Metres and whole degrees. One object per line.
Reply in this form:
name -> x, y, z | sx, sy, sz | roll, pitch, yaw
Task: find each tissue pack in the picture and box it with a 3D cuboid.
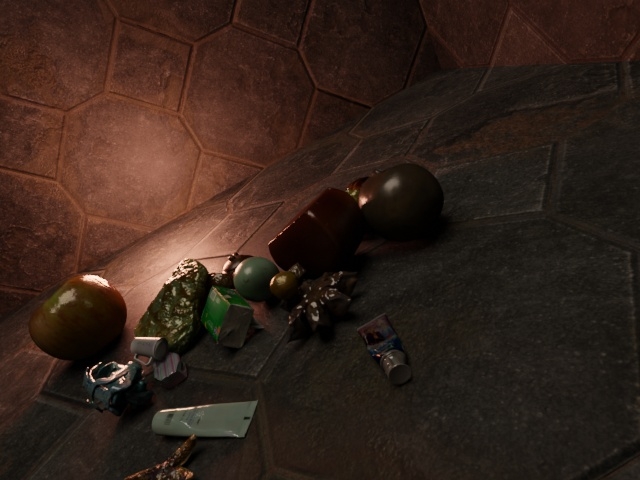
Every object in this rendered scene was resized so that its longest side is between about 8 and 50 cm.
tissue pack -> -0.307, 0.269, 1.476 | 0.209, 0.156, 0.147 | 21, 90, 57

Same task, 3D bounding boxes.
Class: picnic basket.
picnic basket -> -0.107, 0.146, 1.463 | 0.110, 0.055, 0.193 | -42, -11, -24

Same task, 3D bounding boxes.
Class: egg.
egg -> -0.233, 0.143, 1.551 | 0.168, 0.168, 0.231 | -28, -10, 2

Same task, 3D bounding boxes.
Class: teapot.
teapot -> -0.353, 0.111, 1.811 | 0.178, 0.135, 0.252 | -26, 26, -3

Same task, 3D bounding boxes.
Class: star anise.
star anise -> -0.021, 0.199, 1.329 | 0.316, 0.108, 0.315 | -23, 25, 11

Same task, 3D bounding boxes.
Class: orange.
orange -> -0.111, 0.139, 1.319 | 0.095, 0.085, 0.085 | -40, 27, -7

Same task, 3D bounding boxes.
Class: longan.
longan -> 0.277, -0.134, 1.459 | 0.297, 0.297, 0.297 | -23, 26, 12

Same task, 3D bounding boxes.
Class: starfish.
starfish -> -0.387, 0.589, 1.034 | 0.216, 0.071, 0.238 | 6, 51, 42

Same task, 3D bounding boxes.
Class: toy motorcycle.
toy motorcycle -> -0.679, 0.479, 1.409 | 0.260, 0.206, 0.154 | 17, 90, 57

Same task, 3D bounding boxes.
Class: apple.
apple -> -1.079, 0.355, 1.900 | 0.400, 0.333, 0.400 | -42, 15, 14

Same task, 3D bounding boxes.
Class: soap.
soap -> -0.514, 0.445, 1.437 | 0.100, 0.056, 0.149 | -36, 25, -13

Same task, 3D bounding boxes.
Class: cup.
cup -> -0.603, 0.387, 1.466 | 0.116, 0.074, 0.104 | 0, 54, 18

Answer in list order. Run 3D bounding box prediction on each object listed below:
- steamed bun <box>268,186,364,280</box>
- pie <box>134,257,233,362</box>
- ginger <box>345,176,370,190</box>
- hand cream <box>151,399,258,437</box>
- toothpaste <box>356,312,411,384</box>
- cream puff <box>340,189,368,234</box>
steamed bun -> 0.000, 0.000, 1.505 | 0.379, 0.248, 0.235 | -37, 10, 50
pie -> -0.583, 0.271, 1.686 | 0.395, 0.180, 0.418 | 4, 53, 49
ginger -> 0.268, -0.225, 1.775 | 0.358, 0.152, 0.274 | -12, 30, 29
hand cream -> -0.329, 0.496, 1.161 | 0.321, 0.067, 0.109 | -13, 28, 21
toothpaste -> 0.163, 0.268, 1.087 | 0.096, 0.061, 0.266 | -29, 19, 1
cream puff -> 0.125, -0.111, 1.650 | 0.195, 0.221, 0.194 | 0, 62, 0
